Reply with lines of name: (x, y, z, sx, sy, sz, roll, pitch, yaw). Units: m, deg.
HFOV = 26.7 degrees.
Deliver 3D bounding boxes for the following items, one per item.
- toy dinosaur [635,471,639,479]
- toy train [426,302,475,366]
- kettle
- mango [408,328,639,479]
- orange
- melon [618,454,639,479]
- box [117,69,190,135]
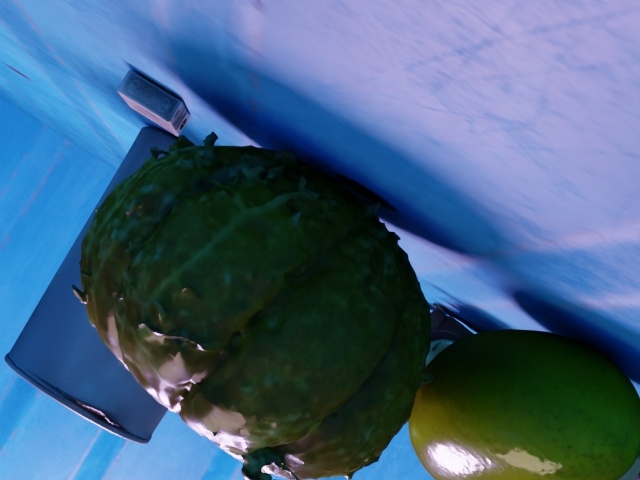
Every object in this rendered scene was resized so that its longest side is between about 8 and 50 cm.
toy dinosaur: (0.359, 0.274, 1.058, 0.072, 0.200, 0.251, -14, -106, -51)
toy train: (0.176, 0.171, 1.473, 0.221, 0.150, 0.304, 37, 179, 12)
kettle: (-0.217, 0.043, 1.569, 0.265, 0.318, 0.205, 27, 175, 38)
mango: (0.162, 0.144, 1.087, 0.185, 0.149, 0.273, 11, 168, 10)
orange: (-0.041, 0.049, 1.053, 0.300, 0.223, 0.301, 46, 175, -6)
melon: (0.343, 0.342, 1.399, 0.226, 0.331, 0.343, -3, 172, 16)
box: (-0.143, -0.118, 1.164, 0.054, 0.024, 0.083, 34, 177, 2)
